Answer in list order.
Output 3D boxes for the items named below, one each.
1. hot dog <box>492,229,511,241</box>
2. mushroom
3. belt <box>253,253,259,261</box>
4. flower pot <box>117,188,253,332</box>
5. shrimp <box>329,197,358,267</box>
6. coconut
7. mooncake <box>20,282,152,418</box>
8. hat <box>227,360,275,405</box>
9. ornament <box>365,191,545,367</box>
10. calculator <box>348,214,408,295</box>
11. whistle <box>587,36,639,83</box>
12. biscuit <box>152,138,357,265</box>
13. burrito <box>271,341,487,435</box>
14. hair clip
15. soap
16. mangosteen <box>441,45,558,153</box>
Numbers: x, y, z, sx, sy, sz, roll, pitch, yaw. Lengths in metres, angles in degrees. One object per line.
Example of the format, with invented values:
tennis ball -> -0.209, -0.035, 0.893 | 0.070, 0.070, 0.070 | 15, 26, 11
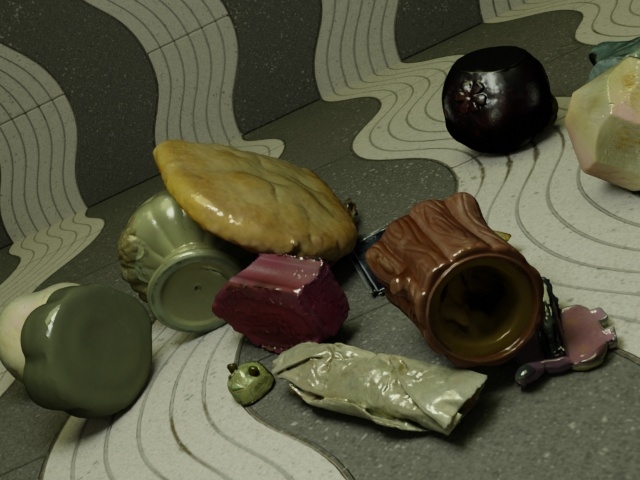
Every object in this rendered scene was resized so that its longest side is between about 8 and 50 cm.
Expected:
hot dog -> 0.278, 0.003, 1.261 | 0.078, 0.061, 0.169 | 11, 3, -32
mushroom -> -0.612, 0.224, 1.594 | 0.260, 0.234, 0.253 | 24, 78, 14
belt -> -0.128, -0.026, 1.752 | 0.151, 0.078, 0.198 | -21, 21, 17
flower pot -> -0.287, 0.049, 1.498 | 0.308, 0.307, 0.244 | -27, 36, -2
shrimp -> 0.000, 0.000, 1.593 | 0.169, 0.058, 0.296 | -16, 28, 30
coconut -> 0.552, -0.208, 1.210 | 0.237, 0.236, 0.197 | -28, -20, -4
mooncake -> -0.458, 0.215, 1.333 | 0.135, 0.274, 0.275 | -14, 25, 34
hat -> -0.127, 0.240, 1.181 | 0.076, 0.059, 0.077 | -40, 30, -21
ornament -> 0.194, 0.058, 0.983 | 0.221, 0.235, 0.217 | 11, 13, -11
calculator -> 0.148, 0.026, 1.398 | 0.166, 0.028, 0.274 | -26, 22, -1
whistle -> 0.708, -0.311, 1.331 | 0.168, 0.188, 0.405 | -31, 23, -14
biscuit -> -0.126, -0.094, 1.441 | 0.103, 0.430, 0.446 | -64, 29, 20
burrito -> 0.062, 0.212, 1.010 | 0.392, 0.076, 0.117 | 1, 35, 48
hair clip -> 0.331, 0.126, 0.960 | 0.146, 0.056, 0.187 | -19, 32, 14
soap -> -0.083, 0.115, 1.255 | 0.289, 0.182, 0.112 | 5, 39, 43
mangosteen -> 0.438, -0.347, 1.648 | 0.288, 0.233, 0.287 | -17, 27, 9
